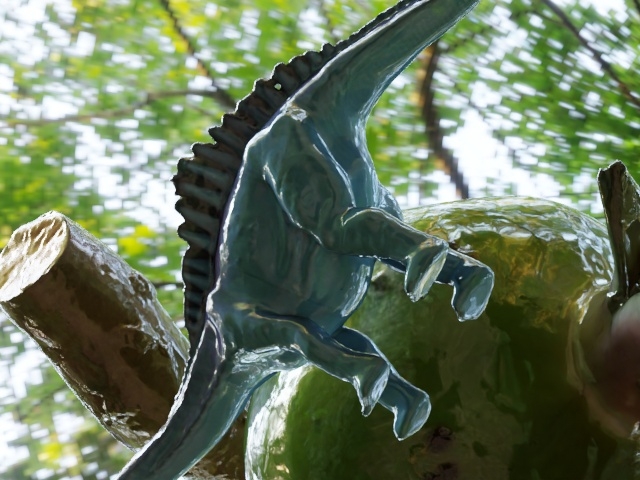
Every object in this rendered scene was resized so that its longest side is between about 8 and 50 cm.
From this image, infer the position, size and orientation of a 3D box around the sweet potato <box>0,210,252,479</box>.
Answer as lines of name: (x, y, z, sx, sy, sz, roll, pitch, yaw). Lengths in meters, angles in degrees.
sweet potato: (-0.031, 0.091, 0.877, 0.059, 0.281, 0.067, -14, -134, 46)

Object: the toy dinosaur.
toy dinosaur: (0.000, 0.000, 0.469, 0.080, 0.045, 0.197, 28, -88, 31)

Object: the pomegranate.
pomegranate: (0.077, 0.058, 0.675, 0.224, 0.181, 0.181, -35, -100, 50)
